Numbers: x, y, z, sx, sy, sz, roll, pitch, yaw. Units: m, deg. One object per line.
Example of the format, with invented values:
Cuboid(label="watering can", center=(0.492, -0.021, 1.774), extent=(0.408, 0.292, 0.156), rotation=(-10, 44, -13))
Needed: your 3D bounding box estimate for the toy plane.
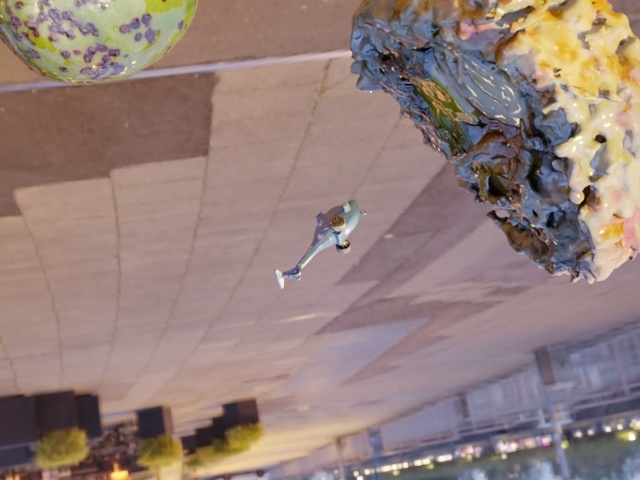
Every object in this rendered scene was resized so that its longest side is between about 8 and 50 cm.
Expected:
Cuboid(label="toy plane", center=(0.000, 0.000, 1.167), extent=(0.062, 0.167, 0.054), rotation=(20, 145, 31))

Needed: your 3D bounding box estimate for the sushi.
Cuboid(label="sushi", center=(0.198, -0.147, 0.941), extent=(0.176, 0.417, 0.417), rotation=(-42, 167, -7))

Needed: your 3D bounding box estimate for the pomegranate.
Cuboid(label="pomegranate", center=(-0.265, -0.303, 0.953), extent=(0.254, 0.254, 0.270), rotation=(-23, 125, 40))
